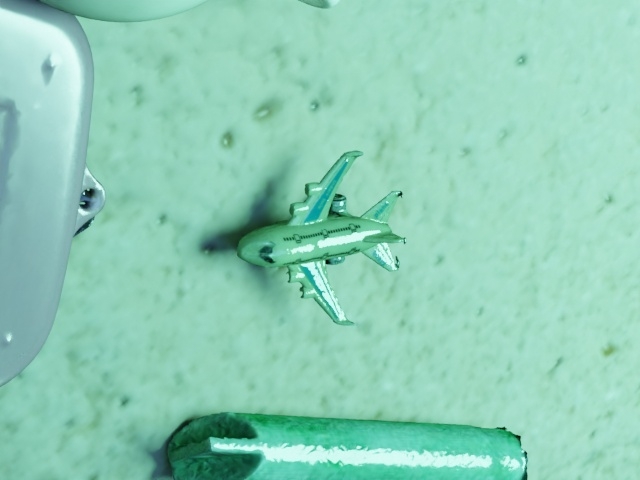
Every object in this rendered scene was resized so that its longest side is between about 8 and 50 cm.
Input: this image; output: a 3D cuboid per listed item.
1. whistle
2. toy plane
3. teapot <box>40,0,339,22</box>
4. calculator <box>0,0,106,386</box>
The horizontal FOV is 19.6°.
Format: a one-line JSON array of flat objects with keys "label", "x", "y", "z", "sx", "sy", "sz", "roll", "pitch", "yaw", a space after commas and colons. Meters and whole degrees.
[{"label": "whistle", "x": 0.016, "y": 0.102, "z": 0.862, "sx": 0.186, "sy": 0.039, "sz": 0.039, "roll": 7, "pitch": 103, "yaw": -37}, {"label": "toy plane", "x": -0.001, "y": -0.001, "z": 0.815, "sx": 0.083, "sy": 0.033, "sz": 0.080, "roll": -6, "pitch": 111, "yaw": -26}, {"label": "teapot", "x": -0.061, "y": -0.147, "z": 0.687, "sx": 0.226, "sy": 0.092, "sz": 0.145, "roll": 39, "pitch": 84, "yaw": -41}, {"label": "calculator", "x": -0.202, "y": -0.017, "z": 0.661, "sx": 0.294, "sy": 0.043, "sz": 0.194, "roll": 1, "pitch": 105, "yaw": -37}]
